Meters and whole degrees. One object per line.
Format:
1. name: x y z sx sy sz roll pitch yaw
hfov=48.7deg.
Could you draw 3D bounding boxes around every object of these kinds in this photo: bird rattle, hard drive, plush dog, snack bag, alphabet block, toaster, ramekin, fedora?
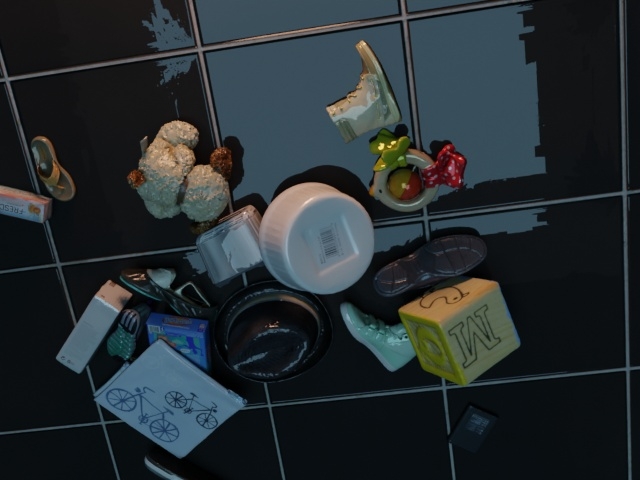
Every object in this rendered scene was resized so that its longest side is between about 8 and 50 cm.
1. bird rattle: 0.231 -0.167 1.758 0.253 0.143 0.207 18 121 -16
2. hard drive: 0.431 0.534 2.004 0.094 0.022 0.135 24 108 -5
3. plush dog: -0.328 -0.137 1.722 0.225 0.210 0.262 19 107 3
4. snack bag: -0.423 0.440 1.972 0.323 0.037 0.342 40 119 -14
5. alphabet block: 0.349 0.220 1.783 0.197 0.192 0.193 -30 105 -22
6. toaster: -0.209 0.009 1.814 0.227 0.129 0.146 -26 103 11
7. ramekin: 0.000 0.000 1.737 0.277 0.135 0.277 -4 100 -24
8. fedora: -0.134 0.270 1.882 0.334 0.152 0.334 1 108 3

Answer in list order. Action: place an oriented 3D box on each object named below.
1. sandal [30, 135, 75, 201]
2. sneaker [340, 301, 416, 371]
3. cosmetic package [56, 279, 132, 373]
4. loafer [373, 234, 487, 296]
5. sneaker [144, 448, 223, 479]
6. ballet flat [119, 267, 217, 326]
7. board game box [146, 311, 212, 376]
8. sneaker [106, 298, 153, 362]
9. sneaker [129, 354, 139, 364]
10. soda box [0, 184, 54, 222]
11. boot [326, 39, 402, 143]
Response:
1. sandal: -0.697 -0.180 1.820 0.072 0.049 0.180 -19 106 9
2. sneaker: 0.174 0.223 1.878 0.151 0.094 0.256 -37 112 20
3. cosmetic package: -0.612 0.233 1.918 0.085 0.117 0.231 35 108 -9
4. loafer: 0.283 0.067 1.837 0.302 0.095 0.109 -21 76 5
5. sneaker: -0.415 0.749 2.078 0.295 0.124 0.178 32 98 -8
6. ballet flat: -0.394 0.133 1.891 0.280 0.095 0.096 35 97 -19
7. board game box: -0.380 0.293 1.917 0.160 0.047 0.210 8 129 5
8. sneaker: -0.514 0.251 1.943 0.083 0.098 0.224 43 131 7
9. sneaker: -0.501 0.352 1.998 0.083 0.031 0.035 27 121 -1
10. soda box: -0.798 -0.099 1.845 0.183 0.063 0.058 14 109 -1
11. boot: 0.086 -0.355 1.704 0.165 0.077 0.213 -22 108 12
